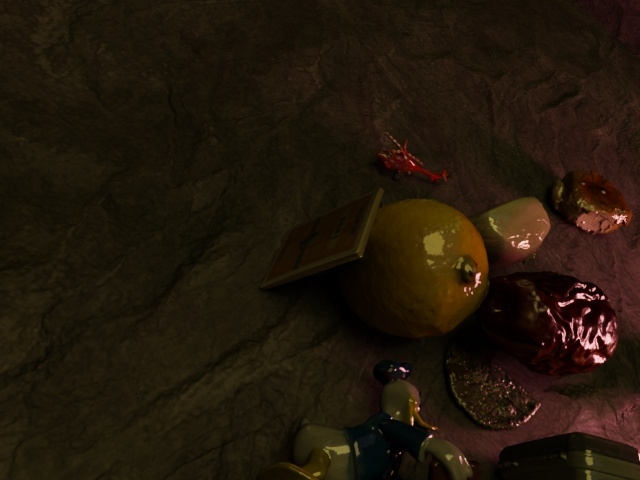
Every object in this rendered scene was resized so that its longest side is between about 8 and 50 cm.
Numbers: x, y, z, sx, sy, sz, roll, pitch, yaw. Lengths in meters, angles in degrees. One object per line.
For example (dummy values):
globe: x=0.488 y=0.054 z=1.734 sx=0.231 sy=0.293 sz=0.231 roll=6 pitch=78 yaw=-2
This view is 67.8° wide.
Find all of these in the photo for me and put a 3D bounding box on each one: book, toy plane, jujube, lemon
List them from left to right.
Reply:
book: x=-0.001 y=-0.001 z=0.870 sx=0.018 sy=0.242 sz=0.170 roll=46 pitch=44 yaw=-24
lemon: x=0.161 y=0.050 z=0.864 sx=0.260 sy=0.284 sz=0.260 roll=8 pitch=63 yaw=-16
toy plane: x=0.232 y=-0.199 z=1.231 sx=0.194 sy=0.077 sz=0.126 roll=3 pitch=57 yaw=-32
jujube: x=0.429 y=0.153 z=0.911 sx=0.342 sy=0.216 sz=0.216 roll=20 pitch=43 yaw=-43

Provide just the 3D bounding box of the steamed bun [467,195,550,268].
steamed bun: x=0.423 y=-0.006 z=1.110 sx=0.239 sy=0.170 sz=0.152 roll=-20 pitch=84 yaw=-35

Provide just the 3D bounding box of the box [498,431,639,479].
box: x=0.391 y=0.390 z=0.750 sx=0.148 sy=0.210 sz=0.129 roll=18 pitch=57 yaw=-10

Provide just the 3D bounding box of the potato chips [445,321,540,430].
potato chips: x=0.332 y=0.260 z=0.943 sx=0.202 sy=0.029 sz=0.220 roll=4 pitch=54 yaw=-21

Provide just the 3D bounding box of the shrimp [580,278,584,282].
shrimp: x=0.600 y=0.144 z=1.135 sx=0.065 sy=0.056 sz=0.165 roll=31 pitch=45 yaw=10

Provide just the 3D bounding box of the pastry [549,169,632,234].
pastry: x=0.783 y=-0.111 z=1.386 sx=0.229 sy=0.100 sz=0.218 roll=43 pitch=50 yaw=13

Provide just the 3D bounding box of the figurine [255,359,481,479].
figurine: x=0.104 y=0.295 z=0.714 sx=0.283 sy=0.204 sz=0.338 roll=12 pitch=32 yaw=18
